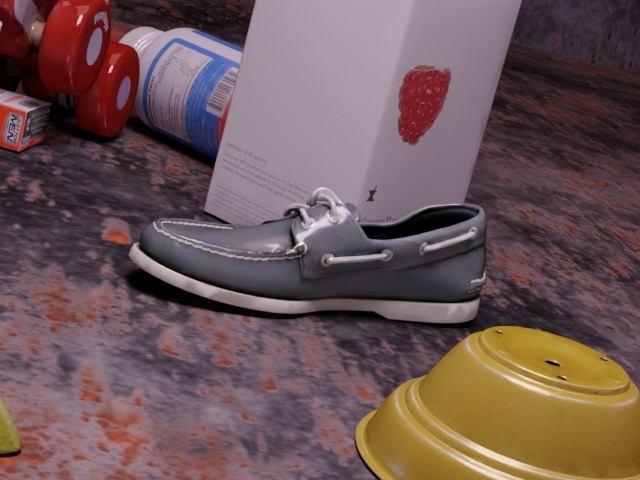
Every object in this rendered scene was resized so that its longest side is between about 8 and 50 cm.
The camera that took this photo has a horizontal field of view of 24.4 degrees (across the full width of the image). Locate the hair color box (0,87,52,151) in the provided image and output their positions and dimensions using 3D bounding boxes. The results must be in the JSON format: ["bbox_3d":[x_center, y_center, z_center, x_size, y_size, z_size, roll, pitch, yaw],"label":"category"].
[{"bbox_3d":[-0.344,-0.130,1.452,0.141,0.043,0.072,16,14,7],"label":"hair color box"}]

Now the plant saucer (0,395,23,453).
[{"bbox_3d":[-0.280,0.058,0.829,0.188,0.045,0.188,5,18,-34],"label":"plant saucer"}]

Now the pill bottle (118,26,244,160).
[{"bbox_3d":[-0.127,-0.161,1.621,0.221,0.124,0.124,27,19,38],"label":"pill bottle"}]

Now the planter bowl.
[{"bbox_3d":[0.137,0.113,0.949,0.217,0.090,0.217,14,15,-4],"label":"planter bowl"}]

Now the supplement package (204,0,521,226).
[{"bbox_3d":[0.042,-0.136,1.365,0.175,0.293,0.177,26,19,35],"label":"supplement package"}]

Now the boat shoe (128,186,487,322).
[{"bbox_3d":[0.000,0.000,1.206,0.319,0.099,0.116,7,17,-28],"label":"boat shoe"}]

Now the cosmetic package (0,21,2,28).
[{"bbox_3d":[-0.416,-0.135,1.121,0.309,0.160,0.113,18,16,-13],"label":"cosmetic package"}]

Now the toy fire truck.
[{"bbox_3d":[-0.267,-0.263,1.523,0.169,0.254,0.302,16,-12,10],"label":"toy fire truck"}]
